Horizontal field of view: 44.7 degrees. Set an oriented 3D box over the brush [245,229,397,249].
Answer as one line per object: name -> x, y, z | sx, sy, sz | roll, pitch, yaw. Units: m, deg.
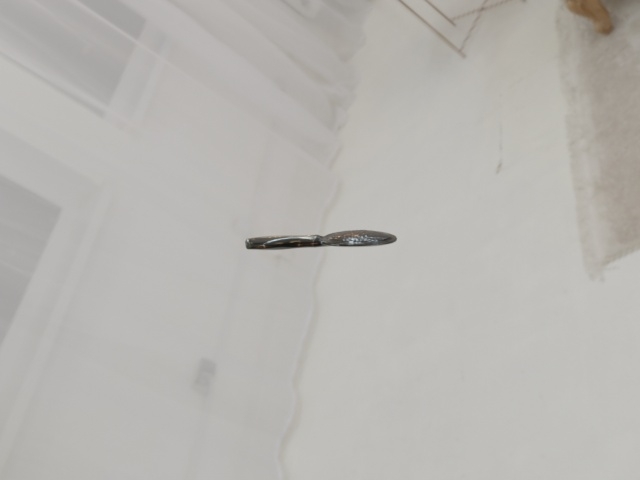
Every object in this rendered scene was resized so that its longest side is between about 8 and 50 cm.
brush -> 0.000, 0.000, 0.424 | 0.024, 0.083, 0.008 | -82, -11, -72
